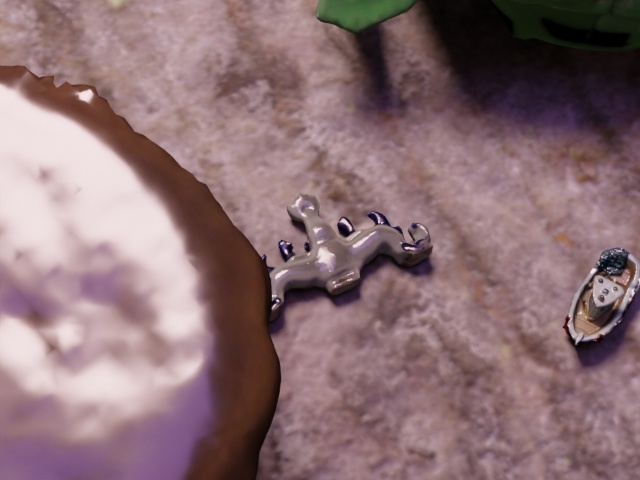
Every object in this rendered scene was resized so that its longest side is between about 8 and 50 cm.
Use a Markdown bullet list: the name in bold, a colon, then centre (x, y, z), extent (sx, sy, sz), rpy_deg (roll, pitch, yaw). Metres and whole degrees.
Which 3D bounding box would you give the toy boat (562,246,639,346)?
- **toy boat**: centre (0.184, 0.038, 0.822), extent (0.038, 0.038, 0.083), rpy_deg (31, 62, 10)

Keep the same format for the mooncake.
- **mooncake**: centre (-0.183, 0.083, 0.671), extent (0.324, 0.187, 0.323), rpy_deg (2, 63, -3)

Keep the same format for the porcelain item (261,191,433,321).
- **porcelain item**: centre (0.000, 0.000, 0.827), extent (0.136, 0.021, 0.075), rpy_deg (-20, 67, -16)

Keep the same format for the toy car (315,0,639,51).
- **toy car**: centre (0.182, -0.220, 0.880), extent (0.359, 0.176, 0.213), rpy_deg (9, 28, -13)
